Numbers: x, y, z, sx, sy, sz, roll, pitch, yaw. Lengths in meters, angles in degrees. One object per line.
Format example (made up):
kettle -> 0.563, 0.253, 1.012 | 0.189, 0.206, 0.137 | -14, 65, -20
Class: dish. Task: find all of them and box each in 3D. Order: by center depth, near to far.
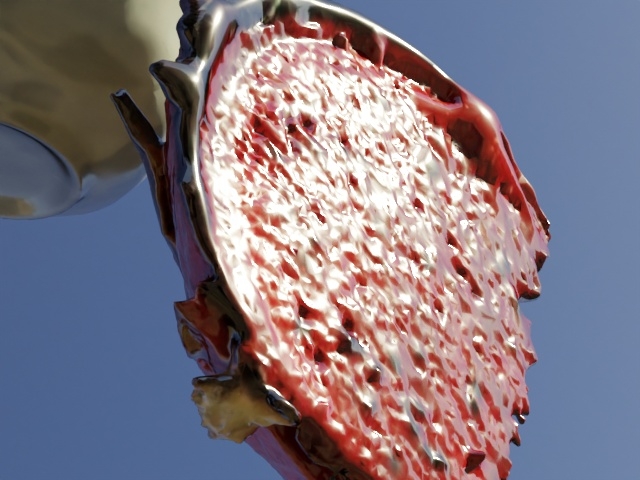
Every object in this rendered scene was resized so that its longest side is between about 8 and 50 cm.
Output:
dish -> -0.201, -0.095, 1.107 | 0.256, 0.256, 0.117 | 39, -130, -42

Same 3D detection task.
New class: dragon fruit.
dragon fruit -> 0.000, 0.000, 0.836 | 0.282, 0.100, 0.343 | 56, -150, -20
